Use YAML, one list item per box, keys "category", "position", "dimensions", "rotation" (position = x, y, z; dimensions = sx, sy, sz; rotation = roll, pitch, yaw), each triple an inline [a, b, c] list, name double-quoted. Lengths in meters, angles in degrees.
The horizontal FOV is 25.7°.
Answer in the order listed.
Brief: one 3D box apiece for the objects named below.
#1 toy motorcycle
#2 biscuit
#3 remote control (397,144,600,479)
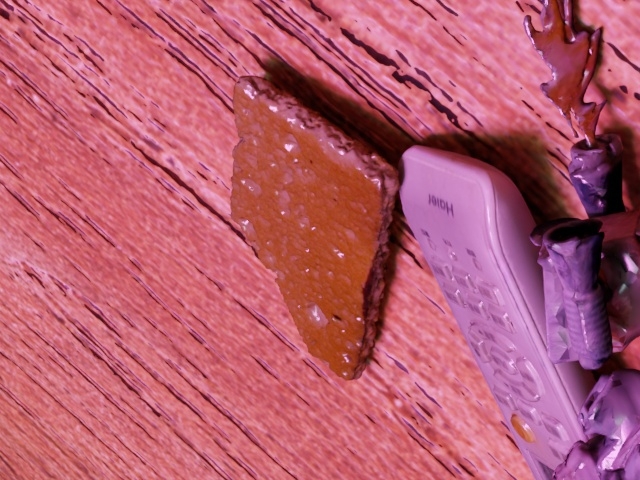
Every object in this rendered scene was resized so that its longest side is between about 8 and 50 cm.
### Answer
- category: "toy motorcycle"
  position: [0.192, 0.054, 0.760]
  dimensions: [0.207, 0.134, 0.401]
  rotation: [-13, 112, 29]
- category: "biscuit"
  position: [-0.009, -0.004, 0.963]
  dimensions: [0.131, 0.026, 0.237]
  rotation: [37, 149, 22]
- category: "remote control"
  position: [0.142, 0.076, 0.889]
  dimensions: [0.109, 0.055, 0.313]
  rotation: [28, 149, 61]
